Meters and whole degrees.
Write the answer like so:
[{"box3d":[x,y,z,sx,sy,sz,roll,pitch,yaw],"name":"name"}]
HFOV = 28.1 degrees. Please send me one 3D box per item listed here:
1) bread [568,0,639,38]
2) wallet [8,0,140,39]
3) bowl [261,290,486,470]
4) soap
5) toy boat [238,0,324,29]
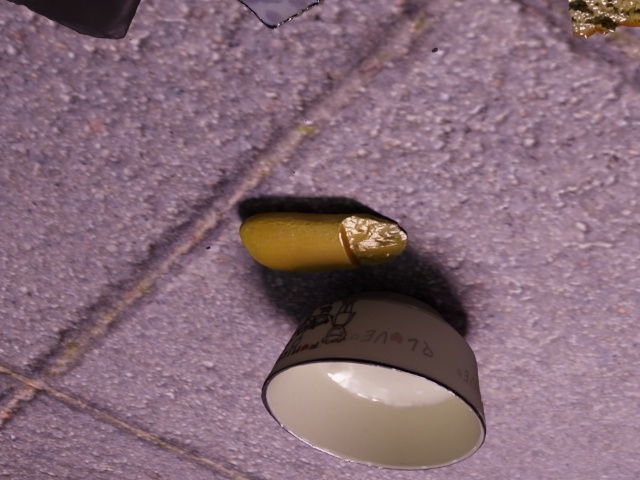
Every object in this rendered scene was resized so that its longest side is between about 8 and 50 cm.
[{"box3d":[0.278,-0.173,0.874,0.226,0.088,0.049,-6,142,26],"name":"bread"},{"box3d":[-0.180,-0.263,0.977,0.146,0.030,0.285,23,145,-13],"name":"wallet"},{"box3d":[0.066,0.139,1.362,0.238,0.126,0.238,10,145,8],"name":"bowl"},{"box3d":[0.000,0.000,1.273,0.168,0.033,0.089,-4,144,25],"name":"soap"},{"box3d":[-0.055,-0.214,1.007,0.063,0.016,0.115,-20,132,41],"name":"toy boat"}]
